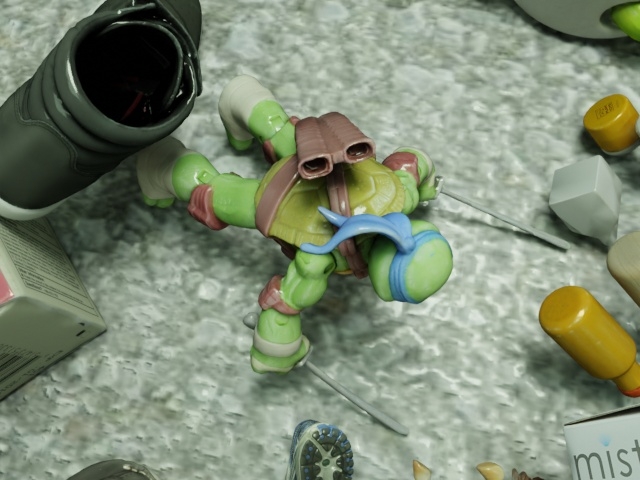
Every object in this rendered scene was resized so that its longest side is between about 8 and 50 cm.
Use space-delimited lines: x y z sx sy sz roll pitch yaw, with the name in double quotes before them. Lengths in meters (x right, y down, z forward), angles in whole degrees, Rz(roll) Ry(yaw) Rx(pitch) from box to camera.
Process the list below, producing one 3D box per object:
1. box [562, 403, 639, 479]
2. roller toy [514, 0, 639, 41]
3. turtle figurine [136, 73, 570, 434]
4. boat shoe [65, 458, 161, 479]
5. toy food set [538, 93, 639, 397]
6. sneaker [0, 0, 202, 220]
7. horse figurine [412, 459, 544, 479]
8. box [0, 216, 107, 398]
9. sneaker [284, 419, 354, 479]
"box" 0.282 0.197 0.346 0.262 0.127 0.230 6 67 -24
"roller toy" 0.250 -0.287 0.567 0.210 0.146 0.191 26 76 12
"turtle figurine" 0.000 0.000 0.526 0.266 0.275 0.197 37 102 34
"boat shoe" -0.250 0.278 0.463 0.335 0.095 0.112 -42 74 -8
"toy food set" 0.248 -0.007 0.507 0.104 0.111 0.232 42 51 -25
"sneaker" -0.130 -0.140 0.515 0.147 0.104 0.295 -19 33 37
"horse figurine" 0.049 0.241 0.450 0.264 0.066 0.174 -11 96 -11
"box" -0.297 -0.001 0.524 0.127 0.148 0.232 -34 73 -4
"sneaker" -0.002 0.195 0.496 0.052 0.058 0.135 2 94 -20
